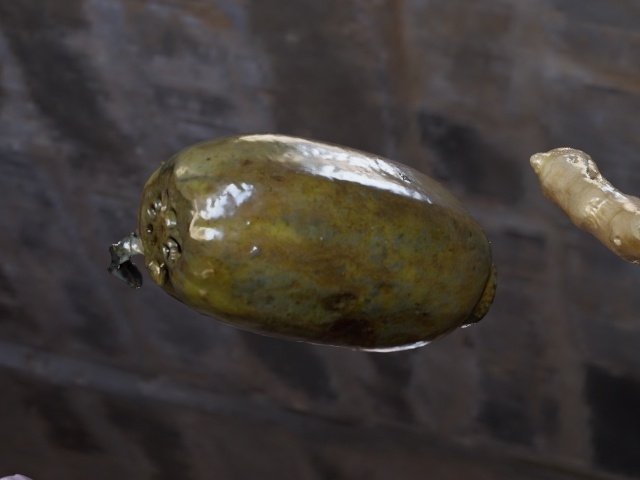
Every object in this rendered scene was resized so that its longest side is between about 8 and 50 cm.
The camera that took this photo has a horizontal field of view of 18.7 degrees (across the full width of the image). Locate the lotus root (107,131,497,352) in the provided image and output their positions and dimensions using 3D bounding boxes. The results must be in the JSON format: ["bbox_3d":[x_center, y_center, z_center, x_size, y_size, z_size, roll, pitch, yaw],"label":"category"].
[{"bbox_3d":[0.000,0.000,1.172,0.241,0.124,0.123,7,107,-34],"label":"lotus root"}]

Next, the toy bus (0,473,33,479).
[{"bbox_3d":[-0.250,0.298,1.695,0.142,0.202,0.142,-49,119,-17],"label":"toy bus"}]

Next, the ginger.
[{"bbox_3d":[0.251,-0.006,1.479,0.089,0.288,0.075,33,93,-39],"label":"ginger"}]
